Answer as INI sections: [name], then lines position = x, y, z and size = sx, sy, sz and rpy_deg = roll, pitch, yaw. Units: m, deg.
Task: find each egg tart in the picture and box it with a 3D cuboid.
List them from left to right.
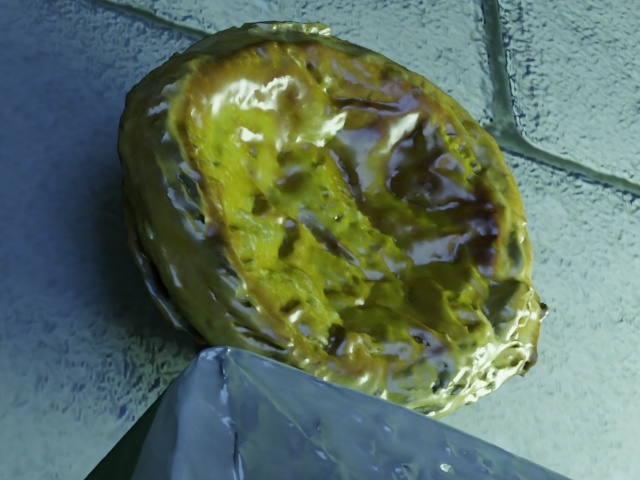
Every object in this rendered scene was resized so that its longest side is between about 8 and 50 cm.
[egg tart]
position = -0.004, 0.000, 1.290
size = 0.341, 0.129, 0.341
rpy_deg = 20, 46, -22

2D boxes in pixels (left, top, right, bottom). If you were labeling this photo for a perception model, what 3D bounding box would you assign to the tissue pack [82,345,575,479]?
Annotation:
[tissue pack]
position = -0.033, 0.239, 0.894
size = 0.266, 0.356, 0.194
rpy_deg = 23, 47, -18
